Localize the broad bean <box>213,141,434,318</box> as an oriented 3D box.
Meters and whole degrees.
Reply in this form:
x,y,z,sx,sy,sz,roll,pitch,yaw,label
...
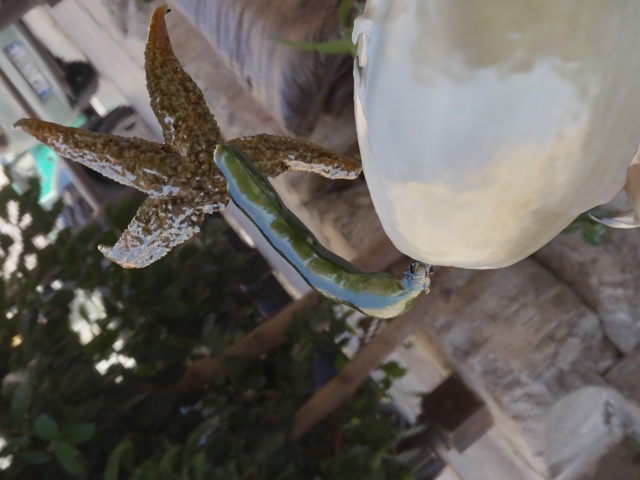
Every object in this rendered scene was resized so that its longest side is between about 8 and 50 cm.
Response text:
x,y,z,sx,sy,sz,roll,pitch,yaw,label
0.000,0.000,1.078,0.292,0.049,0.144,31,143,25,broad bean

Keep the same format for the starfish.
x,y,z,sx,sy,sz,roll,pitch,yaw,label
-0.206,-0.121,1.489,0.384,0.398,0.132,50,-174,-4,starfish

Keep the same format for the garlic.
x,y,z,sx,sy,sz,roll,pitch,yaw,label
0.149,-0.132,0.520,0.286,0.313,0.249,7,-179,-28,garlic
